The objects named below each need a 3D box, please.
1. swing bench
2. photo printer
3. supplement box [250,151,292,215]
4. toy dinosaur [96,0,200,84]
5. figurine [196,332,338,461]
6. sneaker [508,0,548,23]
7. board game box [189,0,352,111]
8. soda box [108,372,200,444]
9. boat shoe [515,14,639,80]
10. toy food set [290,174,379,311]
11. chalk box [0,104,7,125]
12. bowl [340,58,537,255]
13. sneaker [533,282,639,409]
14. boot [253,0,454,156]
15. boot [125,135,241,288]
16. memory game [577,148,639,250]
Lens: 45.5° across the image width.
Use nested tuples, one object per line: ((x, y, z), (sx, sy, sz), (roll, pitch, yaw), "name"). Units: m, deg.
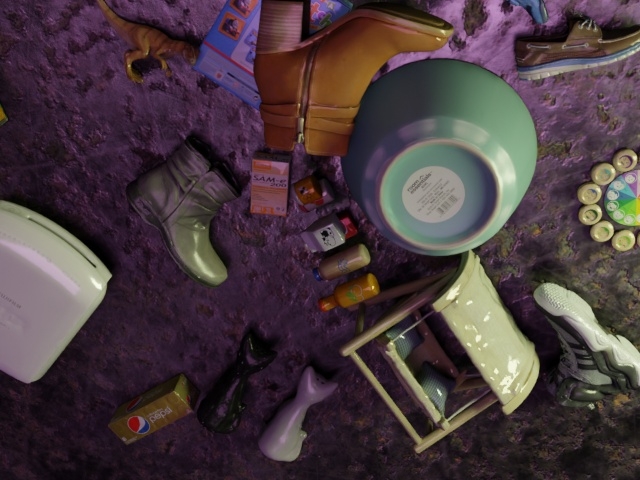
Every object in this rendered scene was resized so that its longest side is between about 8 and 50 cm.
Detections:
((0.209, 0.183, 1.298), (0.255, 0.165, 0.253), (-29, 111, 20), "swing bench")
((-0.542, 0.089, 1.378), (0.256, 0.107, 0.307), (37, 117, -13), "photo printer")
((-0.082, -0.093, 1.259), (0.062, 0.036, 0.098), (6, 119, 4), "supplement box")
((-0.278, -0.306, 1.168), (0.212, 0.064, 0.112), (28, 108, 5), "toy dinosaur")
((-0.096, 0.296, 1.449), (0.215, 0.092, 0.209), (27, 114, -9), "figurine")
((0.264, -0.356, 1.063), (0.059, 0.053, 0.144), (-37, 100, 23), "sneaker")
((-0.076, -0.307, 1.140), (0.160, 0.039, 0.211), (32, 118, -10), "board game box")
((-0.330, 0.335, 1.512), (0.181, 0.058, 0.061), (-30, 110, 21), "soda box")
((0.368, -0.281, 1.080), (0.183, 0.066, 0.066), (-14, 114, 14), "boat shoe")
((0.000, 0.000, 1.255), (0.105, 0.111, 0.232), (-25, 115, 19), "toy food set")
((-0.690, -0.210, 1.194), (0.289, 0.180, 0.179), (-11, 117, 12), "chalk box")
((0.178, -0.100, 1.150), (0.312, 0.163, 0.311), (3, 118, 5), "bowl")
((0.430, 0.196, 1.310), (0.269, 0.101, 0.153), (38, 114, -16), "sneaker")
((0.039, -0.221, 1.078), (0.284, 0.109, 0.220), (6, 113, 10), "boot")
((-0.195, -0.042, 1.281), (0.161, 0.083, 0.246), (-31, 112, 15), "boot")
((0.504, -0.064, 1.211), (0.186, 0.012, 0.186), (3, 118, 6), "memory game")
